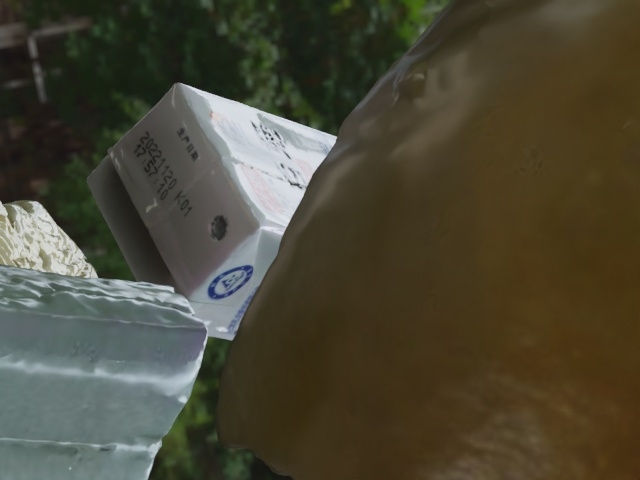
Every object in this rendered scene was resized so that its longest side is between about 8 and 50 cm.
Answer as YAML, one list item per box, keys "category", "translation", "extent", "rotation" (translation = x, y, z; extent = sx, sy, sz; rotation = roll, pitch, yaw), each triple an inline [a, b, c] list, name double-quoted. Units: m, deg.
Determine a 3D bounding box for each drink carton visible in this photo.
- category: "drink carton"
  translation: [0.000, 0.000, 1.097]
  extent: [0.315, 0.106, 0.130]
  rotation: [16, 35, -51]

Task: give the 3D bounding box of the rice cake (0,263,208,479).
- category: "rice cake"
  translation: [-0.145, 0.054, 0.382]
  extent: [0.043, 0.237, 0.127]
  rotation: [42, -67, 47]

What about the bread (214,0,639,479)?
- category: "bread"
  translation: [0.143, 0.000, 0.416]
  extent: [0.171, 0.314, 0.192]
  rotation: [39, -70, 39]

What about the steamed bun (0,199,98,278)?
- category: "steamed bun"
  translation: [-0.304, 0.074, 1.313]
  extent: [0.289, 0.203, 0.276]
  rotation: [-100, 165, -64]
